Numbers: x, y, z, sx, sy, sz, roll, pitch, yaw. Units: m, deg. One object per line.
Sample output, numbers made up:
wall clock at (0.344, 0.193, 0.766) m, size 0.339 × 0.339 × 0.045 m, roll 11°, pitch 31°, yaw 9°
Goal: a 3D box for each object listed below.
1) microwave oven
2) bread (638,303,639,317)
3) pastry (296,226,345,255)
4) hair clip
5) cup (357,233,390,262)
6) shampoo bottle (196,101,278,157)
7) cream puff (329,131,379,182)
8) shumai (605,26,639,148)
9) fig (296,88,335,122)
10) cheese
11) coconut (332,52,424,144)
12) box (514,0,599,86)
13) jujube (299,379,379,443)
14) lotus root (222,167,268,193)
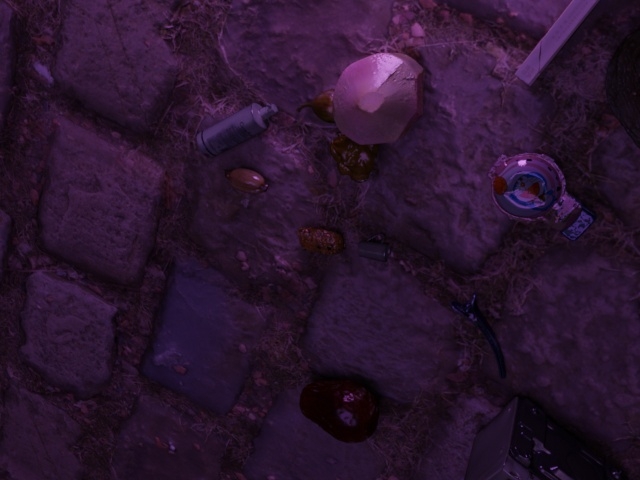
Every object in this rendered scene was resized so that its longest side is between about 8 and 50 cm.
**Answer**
microwave oven at (0.623, 0.678, 1.789) m, size 0.394 × 0.333 × 0.247 m, roll 36°, pitch 122°, yaw 5°
bread at (0.893, 0.261, 1.652) m, size 0.136 × 0.107 × 0.241 m, roll -16°, pitch 103°, yaw 23°
pastry at (0.000, 0.000, 1.934) m, size 0.140 × 0.056 × 0.080 m, roll 2°, pitch 122°, yaw 19°
hair clip at (0.469, 0.276, 1.861) m, size 0.083 × 0.048 × 0.275 m, roll -28°, pitch 99°, yaw 24°
cup at (0.153, 0.020, 1.883) m, size 0.083 × 0.054 × 0.075 m, roll 10°, pitch 114°, yaw 20°
shampoo bottle at (-0.233, -0.324, 1.887) m, size 0.262 × 0.085 × 0.085 m, roll -22°, pitch 100°, yaw 26°
cream puff at (0.089, -0.233, 1.772) m, size 0.156 × 0.121 × 0.156 m, roll 7°, pitch 112°, yaw 19°
shumai at (0.824, -0.343, 1.435) m, size 0.263 × 0.304 × 0.309 m, roll -15°, pitch 104°, yaw -10°
fig at (-0.002, -0.353, 1.781) m, size 0.166 × 0.093 × 0.093 m, roll -9°, pitch 106°, yaw 21°
cheese at (0.555, -0.111, 1.663) m, size 0.286 × 0.074 × 0.189 m, roll 38°, pitch 120°, yaw 3°
coconut at (0.152, -0.348, 1.634) m, size 0.233 × 0.245 × 0.233 m, roll 7°, pitch 113°, yaw 18°
box at (0.565, -0.507, 1.434) m, size 0.051 × 0.204 × 0.365 m, roll 38°, pitch 118°, yaw 4°
jujube at (0.056, 0.523, 2.049) m, size 0.255 × 0.190 × 0.190 m, roll 7°, pitch 112°, yaw 27°
lotus root at (-0.220, -0.177, 1.950) m, size 0.150 × 0.062 × 0.073 m, roll 20°, pitch 138°, yaw 15°
